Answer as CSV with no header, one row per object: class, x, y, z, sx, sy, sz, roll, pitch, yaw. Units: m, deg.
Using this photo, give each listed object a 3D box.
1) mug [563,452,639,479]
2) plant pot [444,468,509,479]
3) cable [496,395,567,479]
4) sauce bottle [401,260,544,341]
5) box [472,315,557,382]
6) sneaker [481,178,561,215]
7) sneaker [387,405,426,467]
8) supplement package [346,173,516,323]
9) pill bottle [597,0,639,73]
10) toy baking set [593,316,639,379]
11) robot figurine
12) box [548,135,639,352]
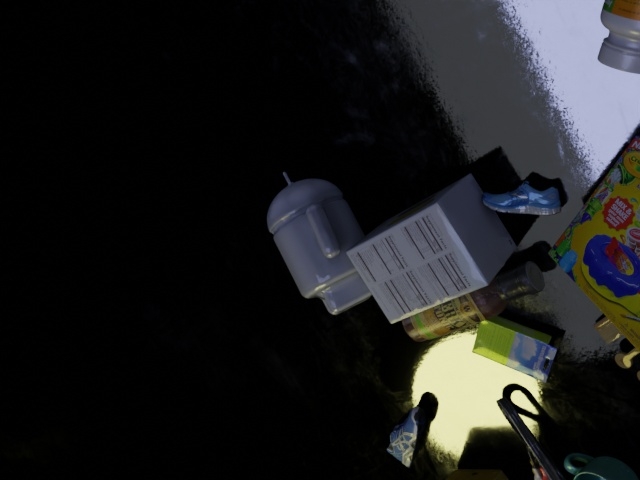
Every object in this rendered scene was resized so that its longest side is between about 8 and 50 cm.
mug,0.651,0.547,1.469,0.129,0.097,0.157,-35,81,54
plant pot,0.407,0.712,1.674,0.212,0.212,0.187,-15,91,39
cable,0.505,0.515,1.546,0.072,0.139,0.287,-37,94,4
sauce bottle,0.339,0.135,1.471,0.344,0.111,0.111,-31,94,41
box,0.450,0.245,1.494,0.178,0.042,0.108,21,124,25
sneaker,0.417,-0.093,1.342,0.162,0.063,0.073,5,98,28
sneaker,0.234,0.534,1.771,0.081,0.080,0.211,22,123,20
supplement package,0.242,0.020,1.416,0.263,0.199,0.198,-30,94,40
pill bottle,0.535,-0.401,1.035,0.136,0.136,0.245,23,124,24
toy baking set,0.671,0.192,1.282,0.256,0.030,0.196,-18,98,59
robot figurine,0.000,0.000,1.556,0.353,0.200,0.300,63,170,8
box,0.608,0.016,1.106,0.290,0.177,0.279,57,138,37
